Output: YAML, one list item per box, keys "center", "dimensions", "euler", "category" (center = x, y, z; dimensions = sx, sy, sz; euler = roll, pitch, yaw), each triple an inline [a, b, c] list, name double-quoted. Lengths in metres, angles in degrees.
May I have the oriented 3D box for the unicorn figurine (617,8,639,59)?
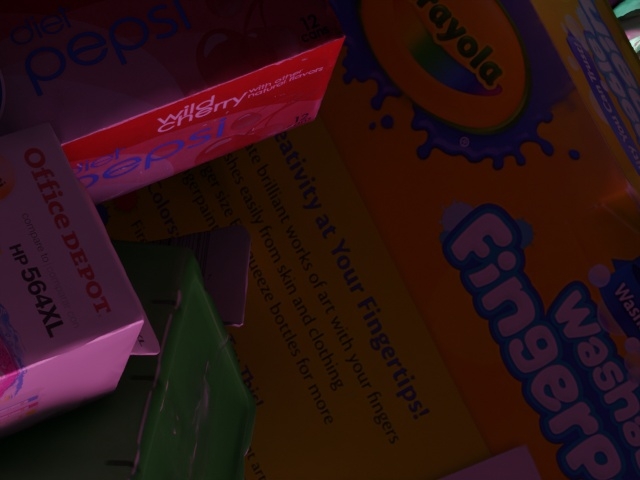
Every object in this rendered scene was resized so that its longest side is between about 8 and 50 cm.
- center: [0.203, -0.130, 1.185]
  dimensions: [0.111, 0.060, 0.162]
  euler: [-28, -176, 5]
  category: "unicorn figurine"

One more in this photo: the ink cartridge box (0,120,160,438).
- center: [-0.138, 0.025, 0.630]
  dimensions: [0.143, 0.092, 0.090]
  euler: [-22, 165, -22]
  category: "ink cartridge box"

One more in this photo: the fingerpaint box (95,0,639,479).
- center: [0.057, 0.098, 0.893]
  dimensions: [0.371, 0.445, 0.163]
  euler: [-32, 168, 24]
  category: "fingerpaint box"

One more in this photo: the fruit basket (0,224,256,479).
- center: [-0.209, 0.134, 0.768]
  dimensions: [0.353, 0.165, 0.327]
  euler: [-16, -146, 17]
  category: "fruit basket"

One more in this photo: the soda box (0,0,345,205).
- center: [-0.127, -0.059, 0.712]
  dimensions: [0.263, 0.083, 0.092]
  euler: [-23, 165, -16]
  category: "soda box"
